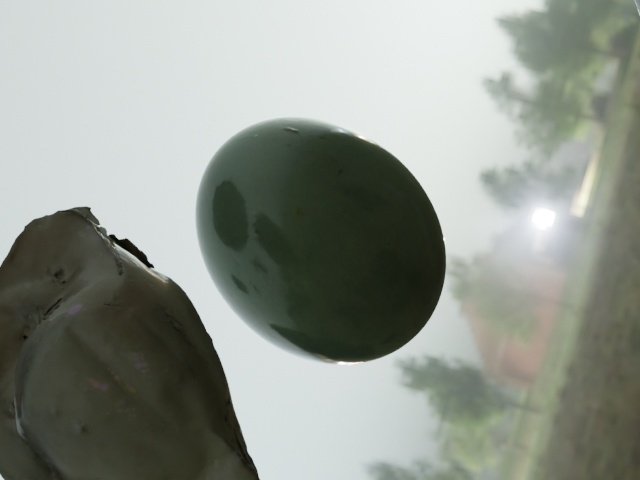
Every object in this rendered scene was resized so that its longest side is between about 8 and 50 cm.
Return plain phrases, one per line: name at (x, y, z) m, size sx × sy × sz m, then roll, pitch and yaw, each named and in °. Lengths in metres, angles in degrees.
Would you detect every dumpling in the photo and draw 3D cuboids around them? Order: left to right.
dumpling at (-0.114, 0.084, 0.937) m, size 0.136 × 0.199 × 0.118 m, roll -37°, pitch -9°, yaw -4°

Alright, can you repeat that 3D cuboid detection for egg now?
egg at (0.000, 0.000, 1.170) m, size 0.149 × 0.192 × 0.149 m, roll -32°, pitch 35°, yaw 26°

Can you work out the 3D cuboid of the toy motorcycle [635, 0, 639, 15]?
toy motorcycle at (0.255, -0.179, 0.973) m, size 0.159 × 0.106 × 0.270 m, roll -35°, pitch -24°, yaw -30°
